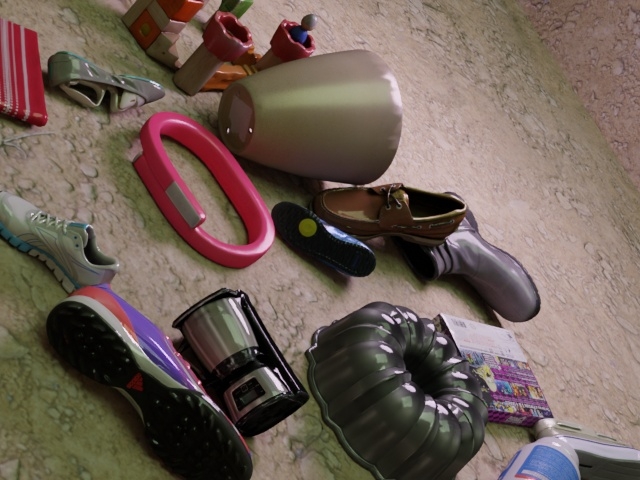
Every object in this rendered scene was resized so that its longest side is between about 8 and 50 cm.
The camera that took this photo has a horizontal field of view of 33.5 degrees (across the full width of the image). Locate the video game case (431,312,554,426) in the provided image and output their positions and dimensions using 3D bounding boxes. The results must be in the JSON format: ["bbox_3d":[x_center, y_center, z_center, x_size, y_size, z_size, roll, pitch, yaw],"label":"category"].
[{"bbox_3d":[0.322,0.246,1.995,0.232,0.042,0.210,16,41,-44],"label":"video game case"}]

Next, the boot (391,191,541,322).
[{"bbox_3d":[0.275,0.053,2.136,0.338,0.118,0.223,49,34,17],"label":"boot"}]

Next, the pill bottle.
[{"bbox_3d":[0.360,0.408,1.755,0.124,0.124,0.221,51,29,7],"label":"pill bottle"}]

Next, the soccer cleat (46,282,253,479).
[{"bbox_3d":[-0.194,0.176,1.318,0.318,0.108,0.116,44,24,-1],"label":"soccer cleat"}]

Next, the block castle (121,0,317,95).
[{"bbox_3d":[-0.230,-0.501,2.009,0.453,0.213,0.303,55,29,14],"label":"block castle"}]

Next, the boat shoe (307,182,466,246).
[{"bbox_3d":[0.129,-0.066,1.984,0.307,0.104,0.110,3,58,-28],"label":"boat shoe"}]

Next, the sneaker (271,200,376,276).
[{"bbox_3d":[0.000,0.000,1.861,0.209,0.069,0.082,31,-2,-12],"label":"sneaker"}]

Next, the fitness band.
[{"bbox_3d":[-0.187,-0.083,1.713,0.291,0.054,0.209,57,27,15],"label":"fitness band"}]

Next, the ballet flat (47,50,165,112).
[{"bbox_3d":[-0.342,-0.238,1.694,0.213,0.072,0.068,16,69,-43],"label":"ballet flat"}]

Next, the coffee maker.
[{"bbox_3d":[-0.096,0.165,1.445,0.171,0.120,0.178,-3,57,-56],"label":"coffee maker"}]

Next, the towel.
[{"bbox_3d":[-0.519,-0.273,1.516,0.275,0.031,0.198,19,41,-39],"label":"towel"}]

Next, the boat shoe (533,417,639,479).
[{"bbox_3d":[0.527,0.402,2.016,0.302,0.109,0.094,23,35,-33],"label":"boat shoe"}]

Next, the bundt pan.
[{"bbox_3d":[0.140,0.231,1.682,0.331,0.124,0.331,34,30,-23],"label":"bundt pan"}]

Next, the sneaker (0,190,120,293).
[{"bbox_3d":[-0.337,-0.008,1.374,0.191,0.083,0.071,40,30,-10],"label":"sneaker"}]

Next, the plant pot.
[{"bbox_3d":[-0.037,-0.223,1.924,0.274,0.256,0.256,-4,55,-37],"label":"plant pot"}]
